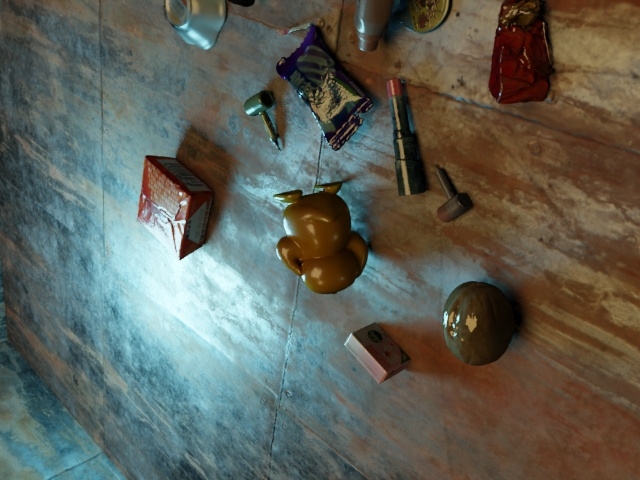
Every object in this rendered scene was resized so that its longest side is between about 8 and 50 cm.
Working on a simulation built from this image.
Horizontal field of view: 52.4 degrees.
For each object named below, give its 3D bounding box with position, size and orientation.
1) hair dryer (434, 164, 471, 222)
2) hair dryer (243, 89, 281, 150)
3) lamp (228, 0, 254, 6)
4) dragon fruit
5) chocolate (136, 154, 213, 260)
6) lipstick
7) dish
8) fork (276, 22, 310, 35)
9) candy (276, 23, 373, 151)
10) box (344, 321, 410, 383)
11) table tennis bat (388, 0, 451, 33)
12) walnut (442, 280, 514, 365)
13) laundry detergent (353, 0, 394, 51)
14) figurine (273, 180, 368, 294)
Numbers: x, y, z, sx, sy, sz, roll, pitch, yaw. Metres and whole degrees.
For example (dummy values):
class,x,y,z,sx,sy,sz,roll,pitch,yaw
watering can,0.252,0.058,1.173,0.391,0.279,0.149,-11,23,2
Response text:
class,x,y,z,sx,sy,sz,roll,pitch,yaw
hair dryer,0.245,-0.098,1.275,0.063,0.037,0.114,-38,68,47
hair dryer,-0.129,-0.288,1.594,0.071,0.047,0.150,-16,102,49
lamp,-0.158,-0.661,1.437,0.227,0.147,0.172,-50,44,34
dragon fruit,0.339,-0.329,1.091,0.092,0.122,0.192,0,103,5
chocolate,-0.429,-0.103,1.908,0.237,0.108,0.234,37,127,30
lipstick,0.163,-0.207,1.305,0.053,0.053,0.234,-5,98,46
dish,-0.341,-0.604,1.665,0.229,0.081,0.229,17,114,42
fork,-0.060,-0.478,1.469,0.115,0.012,0.016,3,105,46
candy,0.004,-0.337,1.416,0.145,0.070,0.275,-48,64,35
box,0.128,0.253,1.469,0.125,0.089,0.043,45,131,24
table tennis bat,0.181,-0.439,1.234,0.155,0.019,0.100,-10,97,45
walnut,0.298,0.156,1.231,0.140,0.140,0.162,8,119,44
laundry detergent,0.105,-0.491,1.223,0.237,0.076,0.171,96,176,-50
figurine,0.001,-0.006,1.448,0.215,0.215,0.228,27,135,37
